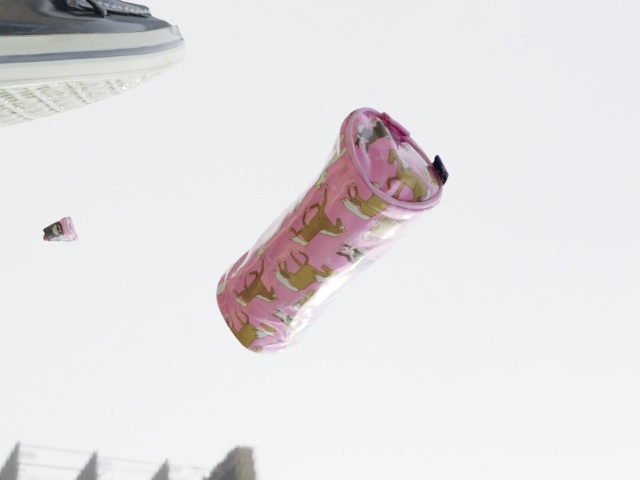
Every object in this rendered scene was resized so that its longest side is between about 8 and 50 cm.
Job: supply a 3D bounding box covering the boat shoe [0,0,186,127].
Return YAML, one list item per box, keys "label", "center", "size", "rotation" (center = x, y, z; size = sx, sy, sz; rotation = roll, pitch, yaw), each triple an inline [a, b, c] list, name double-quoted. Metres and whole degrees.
- label: "boat shoe"
  center: [-0.281, -0.160, 0.648]
  size: [0.186, 0.500, 0.156]
  rotation: [-13, -89, 35]

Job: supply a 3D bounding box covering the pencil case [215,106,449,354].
- label: "pencil case"
  center: [0.000, 0.000, 1.244]
  size: [0.386, 0.167, 0.160]
  rotation: [-49, -116, 40]

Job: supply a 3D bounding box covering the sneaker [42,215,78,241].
- label: "sneaker"
  center: [-0.470, -0.015, 1.678]
  size: [0.119, 0.057, 0.047]
  rotation: [138, -70, -82]
